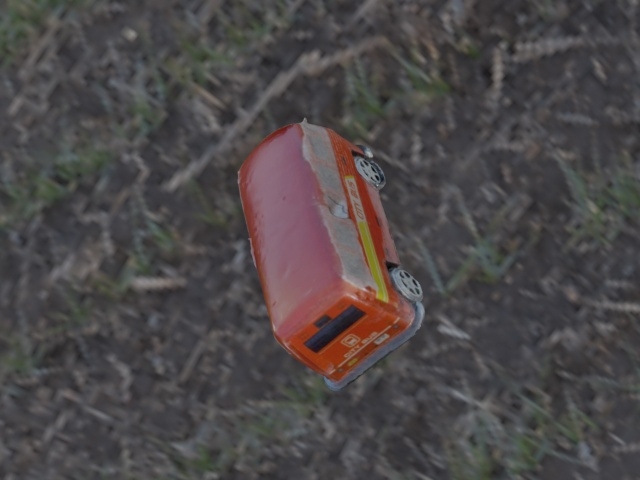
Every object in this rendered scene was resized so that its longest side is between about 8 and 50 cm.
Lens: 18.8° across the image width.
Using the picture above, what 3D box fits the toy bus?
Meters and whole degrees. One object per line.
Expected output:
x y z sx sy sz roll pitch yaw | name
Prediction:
0.000 0.000 1.170 0.079 0.077 0.174 -40 41 24 | toy bus
